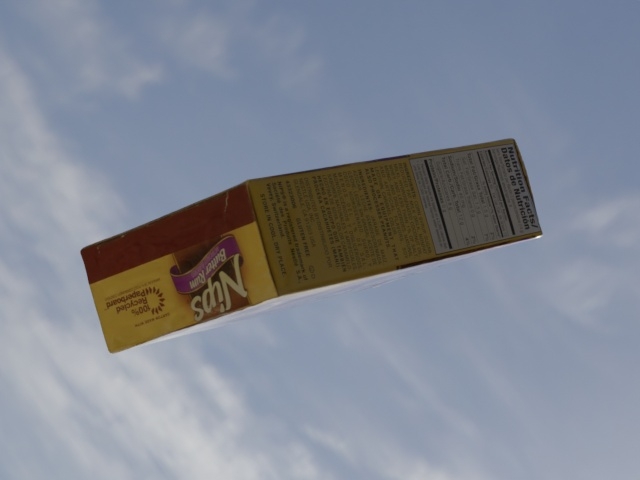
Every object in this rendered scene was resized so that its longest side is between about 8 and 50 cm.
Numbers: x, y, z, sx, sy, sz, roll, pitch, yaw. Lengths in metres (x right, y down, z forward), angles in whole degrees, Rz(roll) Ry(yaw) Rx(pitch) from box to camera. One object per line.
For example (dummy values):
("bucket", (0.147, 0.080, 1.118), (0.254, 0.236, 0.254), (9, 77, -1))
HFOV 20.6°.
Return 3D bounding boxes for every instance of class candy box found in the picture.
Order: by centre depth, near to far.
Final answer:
("candy box", (0.000, 0.000, 0.786), (0.109, 0.187, 0.053), (-20, -96, 41))
